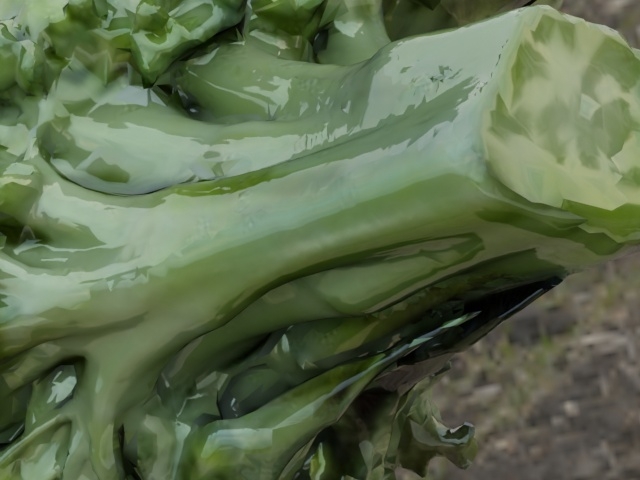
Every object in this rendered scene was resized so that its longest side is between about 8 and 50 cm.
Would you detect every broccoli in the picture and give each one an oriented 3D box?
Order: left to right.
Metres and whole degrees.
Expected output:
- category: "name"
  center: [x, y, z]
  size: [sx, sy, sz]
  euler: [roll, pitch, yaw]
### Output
- category: "broccoli"
  center: [0.000, 0.000, 0.548]
  size: [0.263, 0.247, 0.243]
  euler: [-22, 4, -38]
